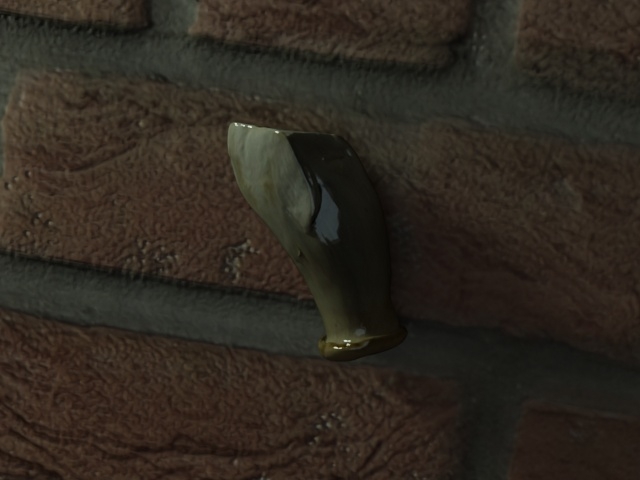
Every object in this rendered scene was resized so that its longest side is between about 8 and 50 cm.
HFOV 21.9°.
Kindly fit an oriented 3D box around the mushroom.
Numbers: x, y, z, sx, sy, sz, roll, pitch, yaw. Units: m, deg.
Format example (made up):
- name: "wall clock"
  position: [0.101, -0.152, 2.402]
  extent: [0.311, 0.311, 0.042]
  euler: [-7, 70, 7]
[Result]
- name: "mushroom"
  position: [0.007, -0.008, 1.485]
  extent: [0.108, 0.096, 0.247]
  euler: [-27, 102, -10]
